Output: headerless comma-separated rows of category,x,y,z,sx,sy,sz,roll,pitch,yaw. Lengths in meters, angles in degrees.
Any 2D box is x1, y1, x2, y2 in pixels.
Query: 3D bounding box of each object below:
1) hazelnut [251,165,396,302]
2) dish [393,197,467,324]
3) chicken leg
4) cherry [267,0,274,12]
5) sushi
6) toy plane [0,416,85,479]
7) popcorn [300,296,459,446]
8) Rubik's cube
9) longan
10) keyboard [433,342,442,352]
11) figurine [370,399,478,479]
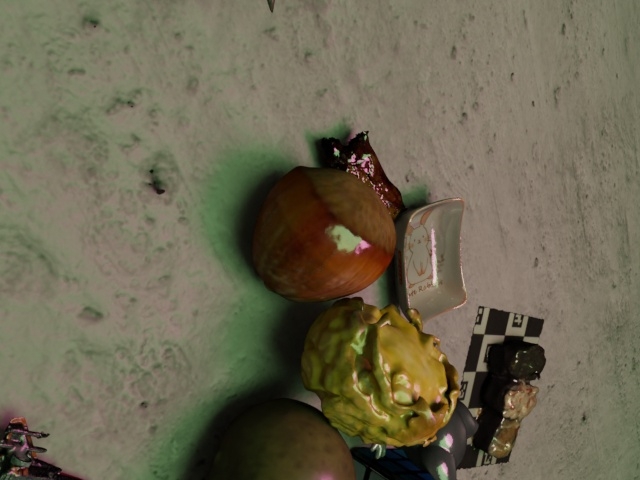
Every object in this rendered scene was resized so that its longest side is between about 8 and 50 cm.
hazelnut,0.000,0.000,0.844,0.214,0.176,0.215,-8,119,-15
dish,0.188,0.034,1.074,0.151,0.077,0.213,-19,112,-35
chicken leg,0.074,-0.093,0.960,0.105,0.063,0.234,-50,129,-15
cherry,-0.089,-0.407,0.651,0.255,0.218,0.296,-32,108,-32
sushi,0.435,0.354,1.341,0.296,0.100,0.373,14,90,-42
toy plane,-0.336,0.275,0.685,0.189,0.061,0.130,35,76,-40
popcorn,0.088,0.192,0.887,0.190,0.250,0.250,-42,131,14
Rubik's cube,0.140,0.481,1.074,0.162,0.160,0.163,14,91,-41
longan,-0.059,0.352,0.850,0.246,0.215,0.246,25,52,-37
keyboard,0.188,0.277,1.168,0.166,0.017,0.055,-51,132,-20
figurine,0.170,0.283,1.043,0.193,0.140,0.266,-29,103,-58
